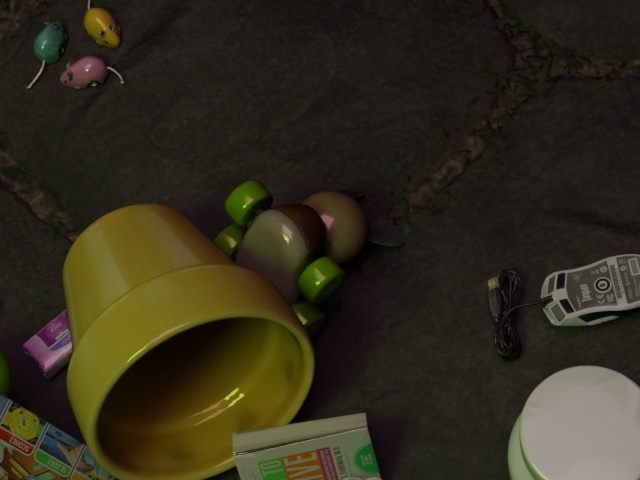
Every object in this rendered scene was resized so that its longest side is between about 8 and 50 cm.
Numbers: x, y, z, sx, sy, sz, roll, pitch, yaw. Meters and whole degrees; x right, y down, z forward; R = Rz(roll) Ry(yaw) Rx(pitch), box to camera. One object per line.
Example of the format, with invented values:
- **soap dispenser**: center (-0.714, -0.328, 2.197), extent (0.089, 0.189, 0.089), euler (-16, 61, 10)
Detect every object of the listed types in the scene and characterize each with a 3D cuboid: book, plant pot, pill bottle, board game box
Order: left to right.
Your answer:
- **board game box**: center (-0.319, 0.255, 1.579), extent (0.035, 0.201, 0.136), euler (-1, 57, 49)
- **plant pot**: center (-0.167, 0.094, 1.609), extent (0.254, 0.254, 0.239), euler (-29, 50, -5)
- **book**: center (-0.013, 0.236, 1.589), extent (0.144, 0.096, 0.035), euler (-12, 37, 4)
- **pill bottle**: center (0.259, 0.224, 1.454), extent (0.153, 0.264, 0.153), euler (-4, 64, 8)

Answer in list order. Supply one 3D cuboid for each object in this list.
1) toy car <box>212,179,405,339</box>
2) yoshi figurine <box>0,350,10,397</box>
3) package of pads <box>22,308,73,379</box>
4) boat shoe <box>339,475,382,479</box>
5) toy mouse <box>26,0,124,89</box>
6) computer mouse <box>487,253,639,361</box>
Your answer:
- **toy car**: center (0.000, 0.000, 1.703), extent (0.188, 0.149, 0.155), euler (-27, 64, -36)
- **yoshi figurine**: center (-0.459, 0.107, 1.670), extent (0.203, 0.203, 0.362), euler (-37, 68, -16)
- **package of pads**: center (-0.298, 0.115, 1.725), extent (0.083, 0.032, 0.050), euler (-40, 67, -10)
- **boat shoe**: center (0.024, 0.296, 1.560), extent (0.255, 0.079, 0.095), euler (-1, 64, 8)
- **toy mouse**: center (-0.318, -0.240, 1.897), extent (0.143, 0.031, 0.161), euler (-33, 64, -7)
- **computer mouse**: center (0.282, 0.067, 1.651), extent (0.193, 0.042, 0.106), euler (-12, 59, 10)
